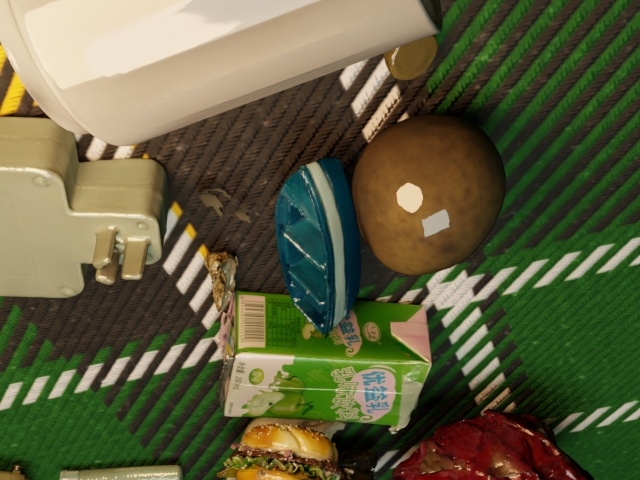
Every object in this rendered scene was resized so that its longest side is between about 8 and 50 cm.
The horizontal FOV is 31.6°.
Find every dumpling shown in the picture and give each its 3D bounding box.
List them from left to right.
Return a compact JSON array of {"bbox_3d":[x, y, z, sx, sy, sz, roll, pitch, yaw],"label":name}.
[{"bbox_3d":[-0.049,0.314,1.682,0.181,0.111,0.155,-2,168,6],"label":"dumpling"}]

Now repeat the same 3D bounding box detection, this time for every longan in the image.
[{"bbox_3d":[0.113,-0.048,1.215,0.167,0.167,0.187,4,134,-8],"label":"longan"}]

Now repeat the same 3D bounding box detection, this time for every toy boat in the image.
[{"bbox_3d":[0.000,0.000,1.310,0.061,0.096,0.299,-33,150,-20],"label":"toy boat"}]

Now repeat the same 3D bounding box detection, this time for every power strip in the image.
[{"bbox_3d":[-0.305,-0.015,1.255,0.261,0.141,0.229,2,140,-1],"label":"power strip"}]

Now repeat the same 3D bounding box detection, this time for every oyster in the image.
[{"bbox_3d":[-0.131,0.051,1.393,0.038,0.081,0.083,18,105,9],"label":"oyster"}]

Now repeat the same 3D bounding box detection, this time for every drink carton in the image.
[{"bbox_3d":[-0.001,0.163,1.497,0.271,0.108,0.161,5,139,-8],"label":"drink carton"}]

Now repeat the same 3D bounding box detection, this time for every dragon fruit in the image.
[{"bbox_3d":[0.251,0.404,1.644,0.329,0.329,0.329,-2,139,-2],"label":"dragon fruit"}]

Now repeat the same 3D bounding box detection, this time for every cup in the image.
[{"bbox_3d":[-0.075,-0.225,0.979,0.327,0.237,0.323,-18,167,15],"label":"cup"}]

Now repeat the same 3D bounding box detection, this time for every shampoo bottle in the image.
[{"bbox_3d":[-0.314,0.380,1.779,0.190,0.041,0.069,-1,145,-3],"label":"shampoo bottle"}]

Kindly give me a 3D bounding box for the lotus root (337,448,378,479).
[{"bbox_3d":[-0.033,0.490,1.736,0.179,0.196,0.397,30,89,-35],"label":"lotus root"}]

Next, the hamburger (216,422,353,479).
[{"bbox_3d":[-0.041,0.303,1.533,0.164,0.093,0.189,2,157,22],"label":"hamburger"}]

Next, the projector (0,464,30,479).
[{"bbox_3d":[-0.564,0.450,1.808,0.193,0.088,0.269,8,137,-11],"label":"projector"}]

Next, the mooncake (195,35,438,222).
[{"bbox_3d":[-0.009,-0.111,1.221,0.347,0.057,0.150,-24,137,20],"label":"mooncake"}]
